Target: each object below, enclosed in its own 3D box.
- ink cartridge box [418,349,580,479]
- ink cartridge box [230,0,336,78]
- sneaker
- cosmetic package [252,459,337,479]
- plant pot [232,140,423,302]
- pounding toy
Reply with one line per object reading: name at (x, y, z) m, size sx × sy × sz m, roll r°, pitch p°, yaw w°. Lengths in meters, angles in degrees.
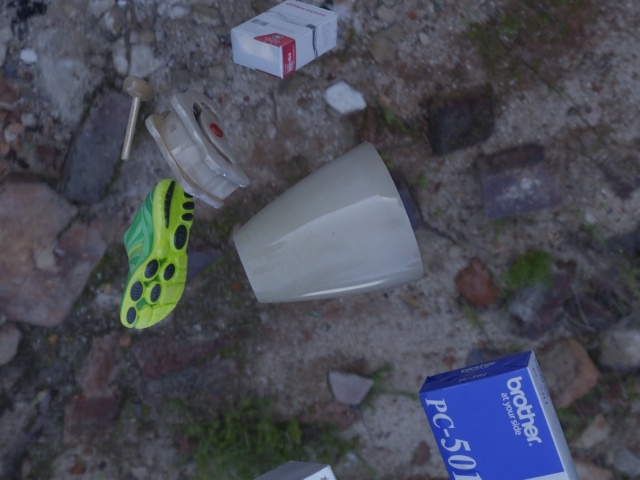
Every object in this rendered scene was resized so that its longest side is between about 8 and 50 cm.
ink cartridge box at (0.166, 0.205, 0.748) m, size 0.097 × 0.046 × 0.207 m, roll -18°, pitch 96°, yaw 22°
ink cartridge box at (-0.053, -0.303, 1.324) m, size 0.135 × 0.099 × 0.056 m, roll -39°, pitch 142°, yaw -38°
sneaker at (-0.315, 0.030, 1.682) m, size 0.110 × 0.295 × 0.124 m, roll 24°, pitch 159°, yaw -31°
cosmetic package at (-0.028, 0.417, 1.389) m, size 0.086 × 0.231 × 0.117 m, roll -24°, pitch 85°, yaw -19°
plant pot at (0.000, 0.000, 1.513) m, size 0.274 × 0.256 × 0.256 m, roll -22°, pitch 126°, yaw -3°
pounding toy at (-0.249, -0.168, 1.574) m, size 0.155 × 0.269 × 0.154 m, roll -37°, pitch 163°, yaw 19°
